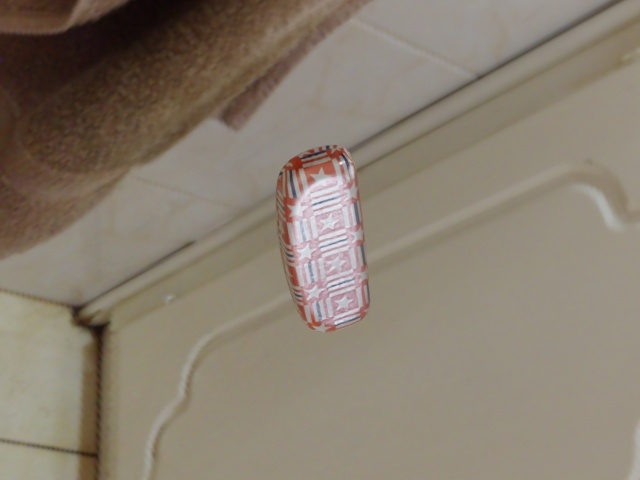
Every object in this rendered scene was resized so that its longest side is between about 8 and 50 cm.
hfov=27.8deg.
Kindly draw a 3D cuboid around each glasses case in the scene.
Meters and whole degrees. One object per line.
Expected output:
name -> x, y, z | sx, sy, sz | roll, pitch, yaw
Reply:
glasses case -> 0.000, 0.000, 1.117 | 0.073, 0.194, 0.049 | -17, 43, -11
